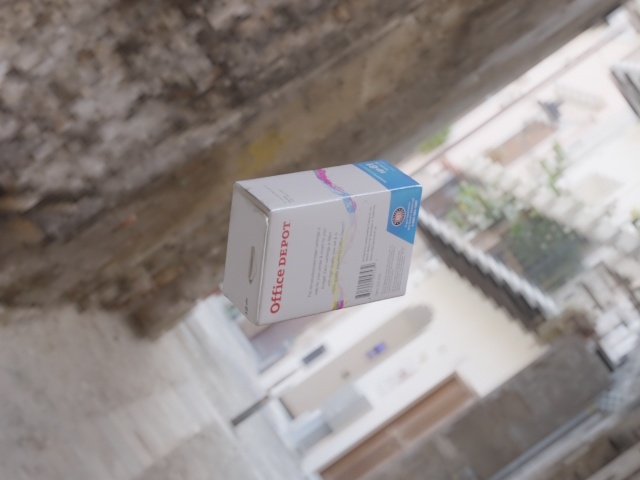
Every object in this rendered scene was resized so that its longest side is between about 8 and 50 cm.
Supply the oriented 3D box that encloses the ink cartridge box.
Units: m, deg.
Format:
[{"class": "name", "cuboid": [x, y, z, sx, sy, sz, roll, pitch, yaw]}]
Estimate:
[{"class": "ink cartridge box", "cuboid": [0.000, 0.000, 1.016, 0.052, 0.122, 0.088, 39, -50, 46]}]
